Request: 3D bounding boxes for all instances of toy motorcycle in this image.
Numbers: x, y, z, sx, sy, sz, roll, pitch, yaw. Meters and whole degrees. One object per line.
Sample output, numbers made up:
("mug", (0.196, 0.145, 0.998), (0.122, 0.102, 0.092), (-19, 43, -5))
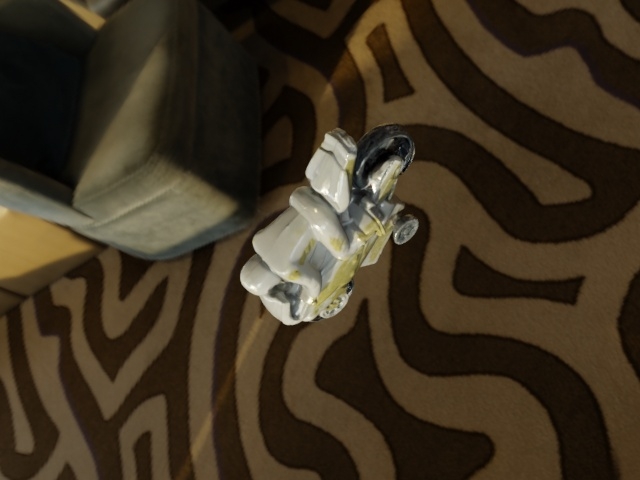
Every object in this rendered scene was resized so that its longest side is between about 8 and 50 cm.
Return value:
("toy motorcycle", (0.000, 0.000, 0.657), (0.074, 0.151, 0.228), (49, 136, 29))
